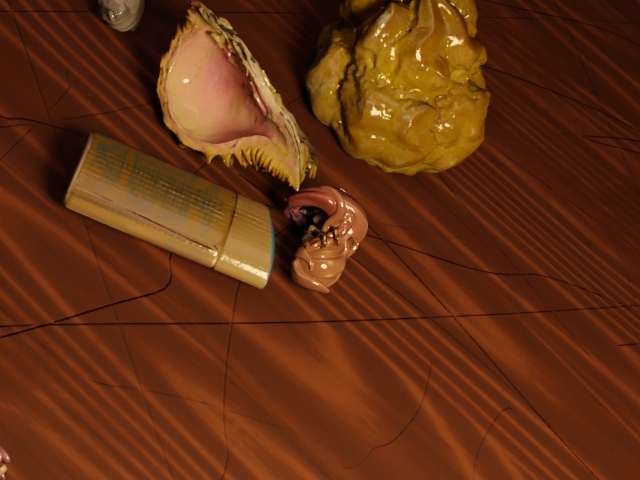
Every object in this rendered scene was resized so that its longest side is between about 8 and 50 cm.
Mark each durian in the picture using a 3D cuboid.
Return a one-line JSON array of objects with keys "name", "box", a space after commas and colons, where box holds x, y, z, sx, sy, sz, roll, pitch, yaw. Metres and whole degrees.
[{"name": "durian", "box": [-0.094, -0.184, 2.004, 0.305, 0.185, 0.195, 50, 24, 11]}]

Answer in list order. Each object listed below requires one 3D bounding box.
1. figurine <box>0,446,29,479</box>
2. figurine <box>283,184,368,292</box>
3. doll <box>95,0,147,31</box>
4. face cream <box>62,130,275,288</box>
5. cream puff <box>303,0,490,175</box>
[{"name": "figurine", "box": [-0.332, 0.291, 1.436, 0.115, 0.095, 0.156, -30, 62, -35]}, {"name": "figurine", "box": [0.010, -0.004, 1.919, 0.114, 0.126, 0.157, -10, 48, 4]}, {"name": "doll", "box": [-0.288, -0.365, 2.100, 0.180, 0.079, 0.094, -72, 144, -54]}, {"name": "face cream", "box": [-0.189, -0.041, 1.858, 0.285, 0.067, 0.139, 23, 43, -11]}, {"name": "cream puff", "box": [0.144, -0.276, 2.160, 0.291, 0.257, 0.324, 23, 42, -6]}]
